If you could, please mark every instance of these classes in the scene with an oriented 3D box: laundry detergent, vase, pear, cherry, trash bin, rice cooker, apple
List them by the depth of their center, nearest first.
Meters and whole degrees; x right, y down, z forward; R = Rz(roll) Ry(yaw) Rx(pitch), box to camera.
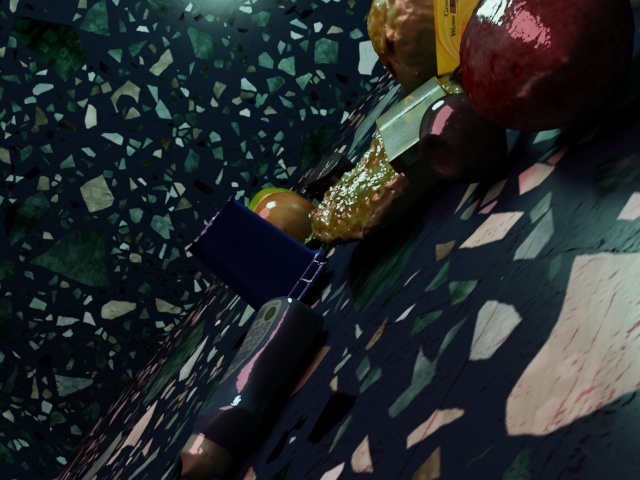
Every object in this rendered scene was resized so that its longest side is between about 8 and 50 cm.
[{"bbox_3d":[0.235,-0.201,0.735,0.192,0.175,0.249,-45,8,19],"label":"cherry"},{"bbox_3d":[0.210,-0.154,0.912,0.183,0.120,0.120,-41,4,-26],"label":"vase"},{"bbox_3d":[-0.103,0.221,1.027,0.143,0.094,0.290,-26,30,56],"label":"laundry detergent"},{"bbox_3d":[-0.117,0.038,1.311,0.162,0.234,0.184,-54,9,-22],"label":"trash bin"},{"bbox_3d":[-0.093,-0.016,1.628,0.209,0.164,0.209,-52,8,10],"label":"apple"},{"bbox_3d":[0.029,-0.148,1.739,0.112,0.106,0.165,-56,6,-26],"label":"rice cooker"},{"bbox_3d":[-0.112,-0.054,1.929,0.180,0.166,0.216,-41,35,-8],"label":"pear"}]

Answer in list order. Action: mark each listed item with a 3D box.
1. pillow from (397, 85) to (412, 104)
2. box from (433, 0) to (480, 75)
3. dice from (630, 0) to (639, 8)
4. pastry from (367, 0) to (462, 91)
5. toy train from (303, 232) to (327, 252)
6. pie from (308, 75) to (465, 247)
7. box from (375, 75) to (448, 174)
[{"bbox_3d":[0.266,-0.394,1.550,0.250,0.106,0.186,-52,2,-21],"label":"pillow"},{"bbox_3d":[0.265,-0.338,1.049,0.043,0.152,0.269,-8,8,-28],"label":"box"},{"bbox_3d":[0.361,-0.417,0.700,0.264,0.262,0.268,-50,9,3],"label":"dice"},{"bbox_3d":[0.192,-0.362,1.297,0.237,0.256,0.170,10,70,29],"label":"pastry"},{"bbox_3d":[0.000,0.000,1.469,0.249,0.053,0.085,-51,4,1],"label":"toy train"},{"bbox_3d":[0.130,-0.133,1.172,0.371,0.078,0.296,-49,17,-7],"label":"pie"},{"bbox_3d":[0.149,-0.181,1.075,0.121,0.030,0.193,-35,24,15],"label":"box"}]
